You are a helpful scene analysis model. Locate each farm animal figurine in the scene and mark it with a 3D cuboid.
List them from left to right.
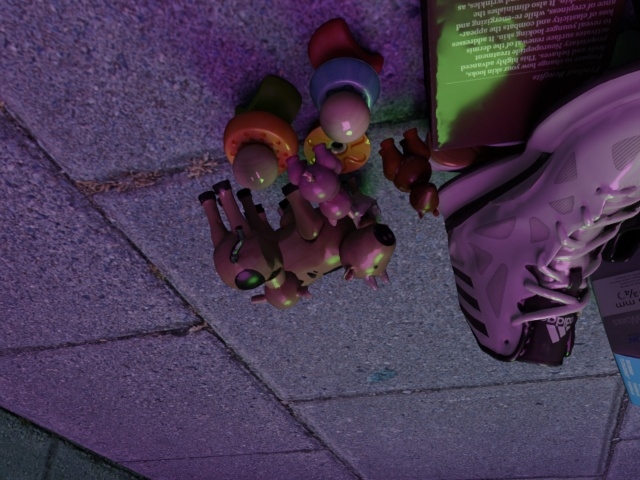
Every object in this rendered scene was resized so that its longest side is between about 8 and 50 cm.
[{"bbox_3d":[0.000,0.000,0.702,0.330,0.172,0.326,-20,177,-25],"label":"farm animal figurine"}]

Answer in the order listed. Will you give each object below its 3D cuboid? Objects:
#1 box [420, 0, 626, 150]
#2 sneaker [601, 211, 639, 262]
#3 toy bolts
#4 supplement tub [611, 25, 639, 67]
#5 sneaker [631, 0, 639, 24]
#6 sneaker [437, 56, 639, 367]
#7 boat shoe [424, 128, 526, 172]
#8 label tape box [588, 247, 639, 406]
[{"bbox_3d":[0.195,-0.280,0.535,0.191,0.143,0.381,-5,140,9],"label":"box"},{"bbox_3d":[0.517,-0.068,0.791,0.107,0.124,0.283,13,141,-13],"label":"sneaker"},{"bbox_3d":[0.005,-0.139,0.709,0.218,0.159,0.228,27,136,-27],"label":"toy bolts"},{"bbox_3d":[0.452,-0.193,0.643,0.190,0.117,0.117,3,142,1],"label":"supplement tub"},{"bbox_3d":[0.433,-0.320,0.473,0.147,0.130,0.330,20,139,-16],"label":"sneaker"},{"bbox_3d":[0.293,0.002,0.583,0.169,0.258,0.447,0,165,-18],"label":"sneaker"},{"bbox_3d":[0.273,-0.143,0.752,0.276,0.098,0.096,-4,173,-5],"label":"boat shoe"},{"bbox_3d":[0.569,0.185,0.941,0.105,0.334,0.241,-18,137,25],"label":"label tape box"}]
